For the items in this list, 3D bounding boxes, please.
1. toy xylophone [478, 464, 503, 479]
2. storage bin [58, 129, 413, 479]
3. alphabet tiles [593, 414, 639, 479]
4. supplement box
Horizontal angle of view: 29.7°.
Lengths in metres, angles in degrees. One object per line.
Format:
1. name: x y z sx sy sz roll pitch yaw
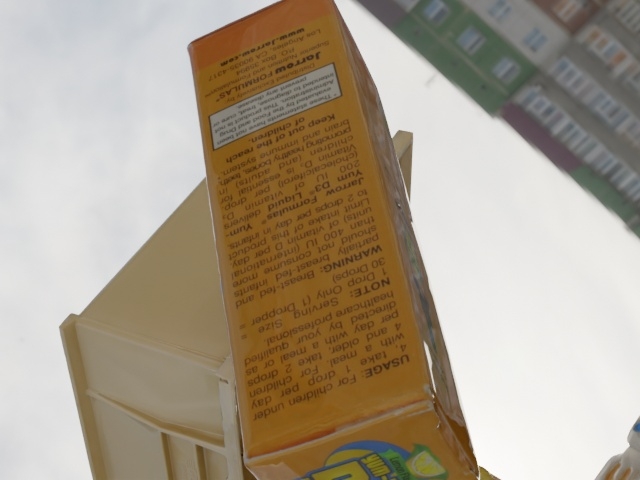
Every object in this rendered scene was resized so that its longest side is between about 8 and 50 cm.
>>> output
1. toy xylophone: 0.078 0.268 1.033 0.323 0.236 0.081 24 -162 -13
2. storage bin: -0.042 0.085 0.851 0.123 0.260 0.262 15 -137 20
3. alphabet tiles: 0.297 0.155 0.863 0.021 0.284 0.278 38 174 -10
4. supplement box: 0.000 0.000 0.506 0.078 0.080 0.233 58 -167 -47
